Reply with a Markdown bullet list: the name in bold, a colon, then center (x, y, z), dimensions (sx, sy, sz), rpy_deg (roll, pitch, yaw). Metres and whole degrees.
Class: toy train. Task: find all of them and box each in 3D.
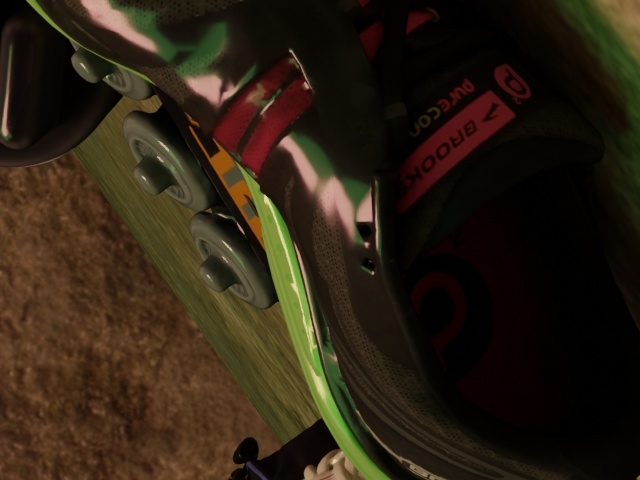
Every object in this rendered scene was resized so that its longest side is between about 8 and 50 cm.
- **toy train**: center (-0.026, -0.064, 1.175), dimensions (0.190, 0.142, 0.334), rpy_deg (27, 153, 51)

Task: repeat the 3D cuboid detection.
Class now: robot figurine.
- **robot figurine**: center (-0.217, -0.160, 1.472), dimensions (0.209, 0.173, 0.278), rpy_deg (47, -160, -10)

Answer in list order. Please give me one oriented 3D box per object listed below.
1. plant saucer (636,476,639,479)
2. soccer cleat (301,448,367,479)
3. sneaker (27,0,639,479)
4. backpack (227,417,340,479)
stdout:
- **plant saucer**: center (0.232, 0.180, 0.996), dimensions (0.188, 0.045, 0.188), rpy_deg (42, 164, 55)
- **soccer cleat**: center (0.035, 0.167, 1.196), dimensions (0.116, 0.143, 0.331), rpy_deg (-102, 28, -54)
- **sneaker**: center (0.020, -0.079, 0.877), dimensions (0.202, 0.185, 0.483), rpy_deg (0, 130, 57)
- **backpack**: center (0.076, 0.286, 1.659), dimensions (0.276, 0.213, 0.263), rpy_deg (51, 164, 59)
